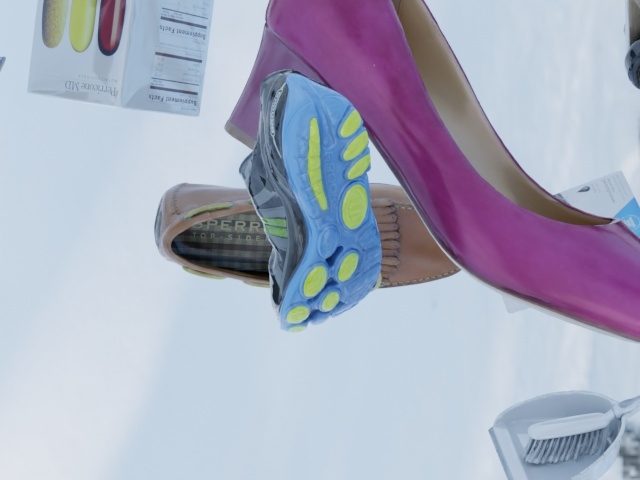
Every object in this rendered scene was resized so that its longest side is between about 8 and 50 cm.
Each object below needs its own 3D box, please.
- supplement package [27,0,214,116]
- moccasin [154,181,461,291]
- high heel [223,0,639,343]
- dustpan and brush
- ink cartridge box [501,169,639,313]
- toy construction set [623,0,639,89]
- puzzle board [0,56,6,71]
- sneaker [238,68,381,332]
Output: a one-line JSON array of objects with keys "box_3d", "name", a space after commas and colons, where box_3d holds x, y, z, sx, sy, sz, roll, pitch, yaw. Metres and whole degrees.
[{"box_3d": [-0.202, -0.261, 1.370, 0.134, 0.139, 0.244, 0, 99, -58], "name": "supplement package"}, {"box_3d": [0.001, -0.003, 1.511, 0.147, 0.380, 0.139, -123, -136, -67], "name": "moccasin"}, {"box_3d": [0.120, -0.074, 0.862, 0.181, 0.377, 0.127, -64, 168, 12], "name": "high heel"}, {"box_3d": [0.291, 0.194, 1.372, 0.147, 0.211, 0.060, -106, -176, -60], "name": "dustpan and brush"}, {"box_3d": [0.281, 0.003, 1.491, 0.060, 0.180, 0.104, 63, 9, -46], "name": "ink cartridge box"}, {"box_3d": [0.303, -0.204, 0.988, 0.237, 0.257, 0.309, 41, 56, -42], "name": "toy construction set"}, {"box_3d": [-0.502, -0.219, 1.778, 0.096, 0.128, 0.011, -83, 170, -49], "name": "puzzle board"}, {"box_3d": [-0.007, -0.021, 0.780, 0.078, 0.067, 0.188, 51, -27, 43], "name": "sneaker"}]
